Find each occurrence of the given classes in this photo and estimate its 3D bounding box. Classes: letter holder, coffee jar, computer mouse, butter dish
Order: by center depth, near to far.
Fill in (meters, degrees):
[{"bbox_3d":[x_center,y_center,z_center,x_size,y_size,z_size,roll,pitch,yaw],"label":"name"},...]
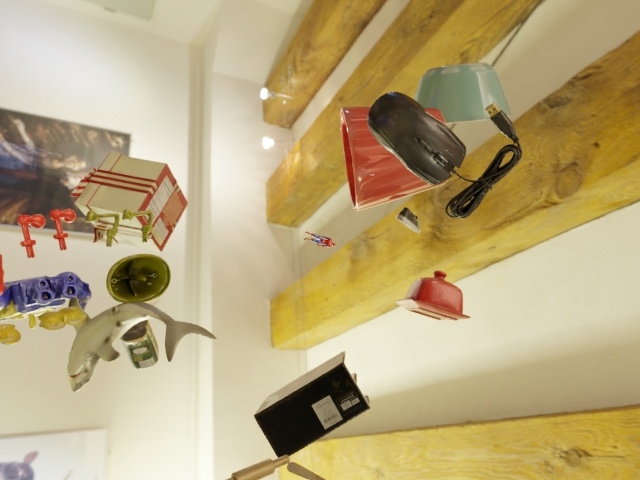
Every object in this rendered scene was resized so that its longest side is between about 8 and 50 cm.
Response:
[{"bbox_3d":[0.215,-0.178,0.813,0.184,0.262,0.060,-43,180,16],"label":"computer mouse"},{"bbox_3d":[0.293,0.134,1.222,0.160,0.160,0.118,132,-25,-78],"label":"butter dish"},{"bbox_3d":[-0.495,0.263,1.301,0.184,0.079,0.096,93,-20,-45],"label":"coffee jar"},{"bbox_3d":[-0.019,0.485,1.449,0.152,0.301,0.214,59,2,3],"label":"letter holder"}]

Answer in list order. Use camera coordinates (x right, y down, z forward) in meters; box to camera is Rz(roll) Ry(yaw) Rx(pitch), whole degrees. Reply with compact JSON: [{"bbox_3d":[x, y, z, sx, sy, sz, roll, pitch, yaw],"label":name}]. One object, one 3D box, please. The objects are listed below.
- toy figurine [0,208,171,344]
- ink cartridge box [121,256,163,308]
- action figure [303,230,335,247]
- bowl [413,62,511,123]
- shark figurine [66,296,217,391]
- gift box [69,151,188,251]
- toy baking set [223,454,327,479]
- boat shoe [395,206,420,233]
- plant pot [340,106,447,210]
[{"bbox_3d":[-0.482,0.062,0.843,0.217,0.362,0.191,-15,-91,38],"label":"toy figurine"},{"bbox_3d":[-0.496,0.140,1.345,0.061,0.104,0.181,46,-50,21],"label":"ink cartridge box"},{"bbox_3d":[0.000,0.000,1.614,0.030,0.115,0.038,147,-44,-61],"label":"action figure"},{"bbox_3d":[0.419,-0.450,1.473,0.311,0.311,0.163,23,-58,61],"label":"bowl"},{"bbox_3d":[-0.333,0.151,0.856,0.278,0.116,0.166,-20,-101,17],"label":"shark figurine"},{"bbox_3d":[-0.638,-0.119,1.584,0.255,0.258,0.276,83,24,-52],"label":"gift box"},{"bbox_3d":[-0.066,0.474,0.867,0.196,0.256,0.030,33,-62,41],"label":"toy baking set"},{"bbox_3d":[0.246,-0.053,1.300,0.049,0.142,0.040,32,-86,29],"label":"boat shoe"},{"bbox_3d":[0.188,-0.221,1.228,0.275,0.243,0.275,-7,90,-89],"label":"plant pot"}]
